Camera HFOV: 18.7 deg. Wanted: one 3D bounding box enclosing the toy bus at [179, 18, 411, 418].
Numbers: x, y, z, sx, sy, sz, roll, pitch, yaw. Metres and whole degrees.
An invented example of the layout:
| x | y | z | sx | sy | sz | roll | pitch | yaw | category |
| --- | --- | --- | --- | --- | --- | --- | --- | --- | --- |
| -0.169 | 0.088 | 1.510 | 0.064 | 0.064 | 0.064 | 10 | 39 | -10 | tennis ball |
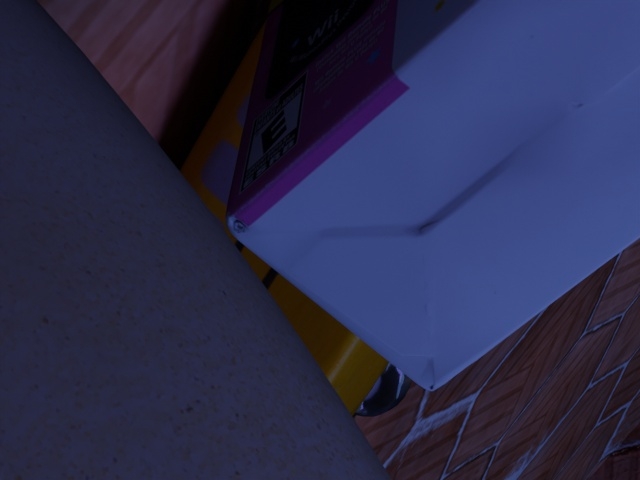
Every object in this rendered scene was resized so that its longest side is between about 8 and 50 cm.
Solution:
| x | y | z | sx | sy | sz | roll | pitch | yaw | category |
| --- | --- | --- | --- | --- | --- | --- | --- | --- | --- |
| 0.000 | 0.000 | 0.904 | 0.108 | 0.130 | 0.332 | -24 | 151 | -57 | toy bus |

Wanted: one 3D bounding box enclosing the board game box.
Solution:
| x | y | z | sx | sy | sz | roll | pitch | yaw | category |
| --- | --- | --- | --- | --- | --- | --- | --- | --- | --- |
| 0.088 | -0.130 | 0.637 | 0.224 | 0.097 | 0.303 | -39 | -157 | 30 | board game box |

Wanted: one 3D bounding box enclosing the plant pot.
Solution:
| x | y | z | sx | sy | sz | roll | pitch | yaw | category |
| --- | --- | --- | --- | --- | --- | --- | --- | --- | --- |
| -0.108 | 0.056 | 0.543 | 0.256 | 0.274 | 0.256 | -47 | 162 | -21 | plant pot |
